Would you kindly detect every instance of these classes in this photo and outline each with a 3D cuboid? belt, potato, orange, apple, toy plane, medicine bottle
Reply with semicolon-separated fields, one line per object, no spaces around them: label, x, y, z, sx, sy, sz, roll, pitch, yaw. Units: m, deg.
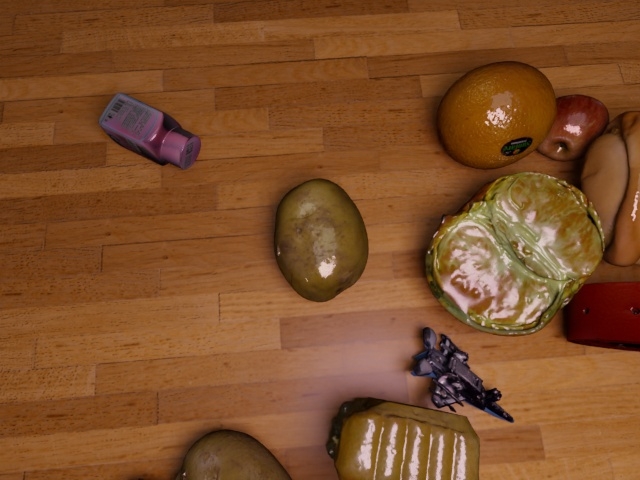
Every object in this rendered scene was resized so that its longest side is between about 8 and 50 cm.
belt;0.635;0.150;0.791;0.324;0.227;0.115;2;76;19
potato;-0.133;0.444;0.744;0.251;0.159;0.174;27;97;9
orange;0.362;-0.259;0.908;0.237;0.236;0.236;0;75;-1
potato;-0.002;0.000;0.872;0.197;0.148;0.228;-28;78;-21
apple;0.546;-0.245;0.951;0.146;0.146;0.130;28;77;7
orange;0.368;0.034;0.846;0.263;0.196;0.334;38;73;24
toy plane;0.283;0.279;0.832;0.246;0.078;0.169;32;41;0
medicine bottle;-0.364;-0.228;0.944;0.188;0.119;0.094;26;78;6

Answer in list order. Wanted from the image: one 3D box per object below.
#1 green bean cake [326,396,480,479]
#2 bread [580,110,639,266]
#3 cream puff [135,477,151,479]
green bean cake;0.129;0.342;0.738;0.233;0.236;0.124;10;72;0
bread;0.644;-0.099;0.821;0.270;0.211;0.315;12;82;-26
cream puff;-0.314;0.501;0.767;0.149;0.084;0.148;1;77;-4
